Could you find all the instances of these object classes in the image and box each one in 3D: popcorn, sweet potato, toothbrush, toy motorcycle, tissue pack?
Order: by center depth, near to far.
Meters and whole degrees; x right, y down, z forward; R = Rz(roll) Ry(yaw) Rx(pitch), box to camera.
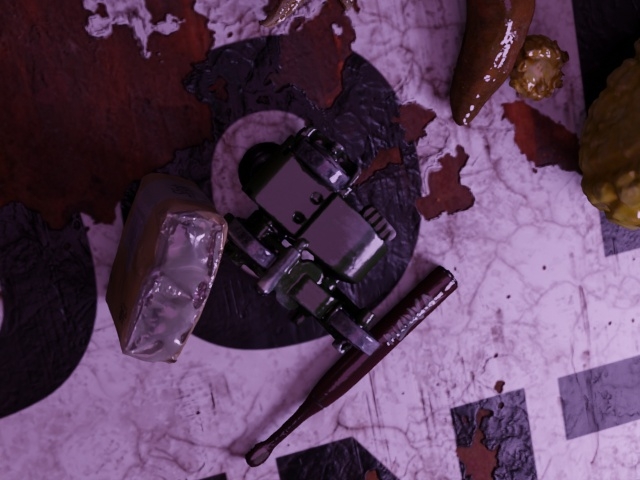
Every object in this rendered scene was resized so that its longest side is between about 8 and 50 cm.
[{"bbox_3d":[-0.184,0.028,1.655,0.090,0.222,0.186,17,101,-16],"label":"tissue pack"},{"bbox_3d":[0.212,-0.280,1.741,0.097,0.097,0.292,2,104,-15],"label":"sweet potato"},{"bbox_3d":[0.000,0.000,1.755,0.275,0.127,0.205,42,91,-14],"label":"toy motorcycle"},{"bbox_3d":[0.443,-0.140,1.772,0.174,0.225,0.286,26,98,-23],"label":"popcorn"},{"bbox_3d":[0.275,-0.219,1.795,0.083,0.057,0.082,-26,107,-11],"label":"popcorn"},{"bbox_3d":[0.039,0.167,1.849,0.364,0.041,0.041,-44,111,1],"label":"toothbrush"}]

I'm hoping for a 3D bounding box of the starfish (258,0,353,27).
[{"bbox_3d":[-0.007,-0.352,1.651,0.277,0.062,0.236,-40,140,-31],"label":"starfish"}]
